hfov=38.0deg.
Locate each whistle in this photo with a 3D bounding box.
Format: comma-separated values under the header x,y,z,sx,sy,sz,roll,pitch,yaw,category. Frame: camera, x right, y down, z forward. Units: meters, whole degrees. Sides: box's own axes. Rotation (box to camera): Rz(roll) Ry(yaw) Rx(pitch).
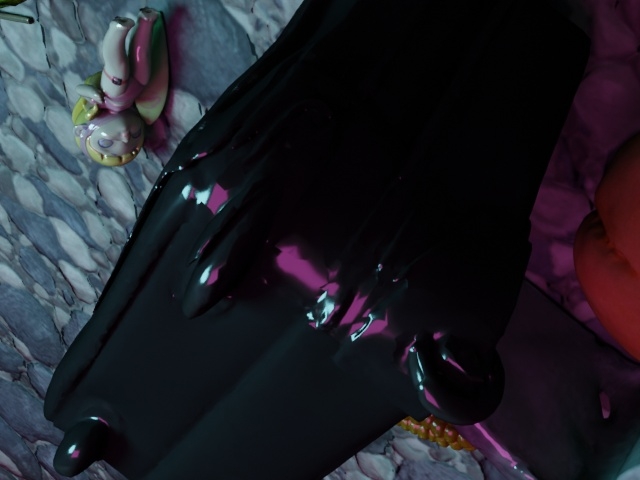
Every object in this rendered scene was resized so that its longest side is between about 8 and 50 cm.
x,y,z,sx,sy,sz,roll,pitch,yaw,category
0.241,0.148,0.650,0.405,0.168,0.188,17,131,31,whistle

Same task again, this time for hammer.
x,y,z,sx,sy,sz,roll,pitch,yaw,category
-0.318,-0.217,0.885,0.110,0.019,0.035,13,130,21,hammer

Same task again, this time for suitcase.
x,y,z,sx,sy,sz,roll,pitch,yaw,category
0.000,0.000,0.587,0.188,0.339,0.345,35,138,-3,suitcase

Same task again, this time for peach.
x,y,z,sx,sy,sz,roll,pitch,yaw,category
0.239,0.004,0.533,0.184,0.184,0.184,20,133,23,peach

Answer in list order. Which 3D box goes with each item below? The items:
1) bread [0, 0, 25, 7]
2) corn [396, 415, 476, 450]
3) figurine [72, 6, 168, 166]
x,y,z,sx,sy,sz,roll,pitch,yaw,category
-0.293,-0.264,0.785,0.139,0.071,0.130,25,134,21,bread
0.023,0.089,0.811,0.313,0.102,0.102,20,133,23,corn
-0.178,-0.134,0.809,0.083,0.083,0.187,37,143,7,figurine
